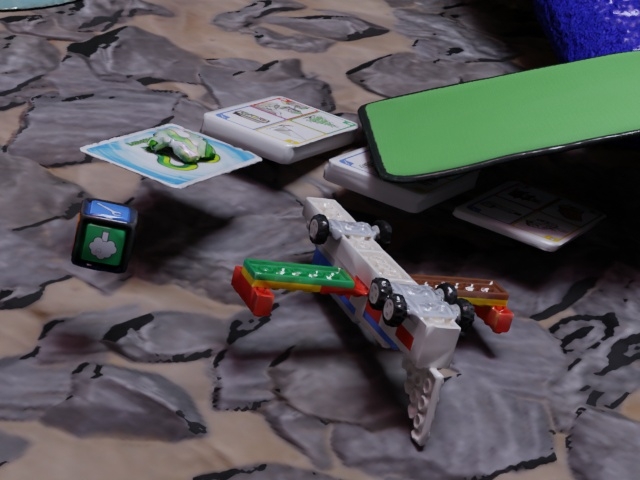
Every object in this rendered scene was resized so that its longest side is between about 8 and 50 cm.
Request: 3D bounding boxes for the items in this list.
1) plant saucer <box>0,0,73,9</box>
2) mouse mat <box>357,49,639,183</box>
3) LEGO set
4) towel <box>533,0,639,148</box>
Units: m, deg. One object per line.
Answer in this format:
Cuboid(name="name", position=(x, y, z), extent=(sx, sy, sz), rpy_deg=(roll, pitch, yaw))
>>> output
Cuboid(name="plant saucer", position=(-0.211, -0.189, 0.922), extent=(0.195, 0.037, 0.195), rpy_deg=(8, 30, -5))
Cuboid(name="mouse mat", position=(0.114, -0.063, 0.724), extent=(0.190, 0.007, 0.152), rpy_deg=(-10, 18, 1))
Cuboid(name="LEGO set", position=(0.000, 0.000, 0.663), extent=(0.183, 0.060, 0.244), rpy_deg=(21, 20, 20))
Cuboid(name="towel", position=(0.212, -0.183, 0.921), extent=(0.228, 0.076, 0.308), rpy_deg=(-2, 48, -22))
